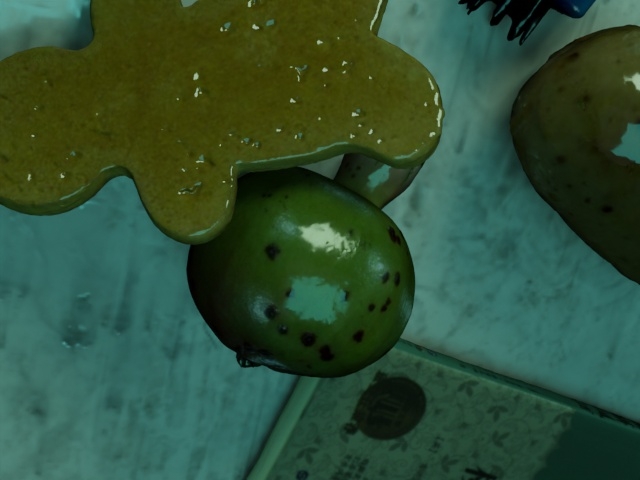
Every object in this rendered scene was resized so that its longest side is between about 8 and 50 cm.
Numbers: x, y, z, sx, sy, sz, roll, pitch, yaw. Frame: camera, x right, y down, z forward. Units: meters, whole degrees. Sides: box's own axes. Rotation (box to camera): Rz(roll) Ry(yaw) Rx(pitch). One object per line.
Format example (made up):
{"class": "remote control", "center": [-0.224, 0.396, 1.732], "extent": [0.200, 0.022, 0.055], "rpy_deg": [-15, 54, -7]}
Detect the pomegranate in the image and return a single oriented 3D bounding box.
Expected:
{"class": "pomegranate", "center": [-0.007, -0.001, 0.599], "extent": [0.129, 0.129, 0.159], "rpy_deg": [23, 63, -24]}

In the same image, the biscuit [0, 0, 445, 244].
{"class": "biscuit", "center": [-0.064, -0.075, 0.545], "extent": [0.240, 0.035, 0.158], "rpy_deg": [-15, 74, -2]}

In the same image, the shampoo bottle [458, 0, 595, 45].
{"class": "shampoo bottle", "center": [0.148, -0.192, 0.585], "extent": [0.087, 0.050, 0.183], "rpy_deg": [31, 103, -28]}

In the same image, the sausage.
{"class": "sausage", "center": [0.320, 0.016, 0.692], "extent": [0.501, 0.123, 0.136], "rpy_deg": [25, 77, -24]}

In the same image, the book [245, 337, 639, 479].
{"class": "book", "center": [0.114, 0.220, 0.778], "extent": [0.379, 0.031, 0.264], "rpy_deg": [20, 108, -23]}
